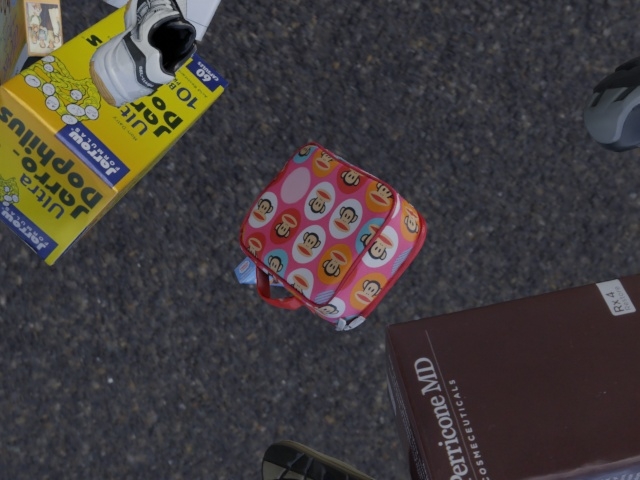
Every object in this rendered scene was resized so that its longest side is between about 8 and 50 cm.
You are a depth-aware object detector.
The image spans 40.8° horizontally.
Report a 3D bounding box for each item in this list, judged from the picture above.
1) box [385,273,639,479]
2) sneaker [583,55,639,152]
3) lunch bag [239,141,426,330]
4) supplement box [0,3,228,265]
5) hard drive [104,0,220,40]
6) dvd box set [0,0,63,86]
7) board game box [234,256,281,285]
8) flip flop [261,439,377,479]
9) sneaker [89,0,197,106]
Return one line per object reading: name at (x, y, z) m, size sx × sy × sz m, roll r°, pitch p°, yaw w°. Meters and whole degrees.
box at (0.265, 0.149, 0.798) m, size 0.381 × 0.191 × 0.143 m, roll -13°, pitch 138°, yaw -3°
sneaker at (0.297, -0.097, 0.564) m, size 0.267 × 0.101 × 0.106 m, roll -21°, pitch 101°, yaw -16°
lunch bag at (0.000, 0.000, 1.355) m, size 0.258 × 0.293 × 0.120 m, roll -53°, pitch 132°, yaw 2°
supplement box at (-0.320, -0.168, 1.232) m, size 0.194 × 0.356 × 0.195 m, roll 43°, pitch 127°, yaw -10°
hard drive at (-0.249, -0.583, 1.656) m, size 0.233 × 0.047 × 0.353 m, roll 13°, pitch 113°, yaw -47°
dvd box set at (-0.505, -0.453, 1.452) m, size 0.062 × 0.307 × 0.421 m, roll -3°, pitch 82°, yaw -27°
board game box at (-0.043, 0.033, 1.711) m, size 0.211 × 0.039 × 0.160 m, roll 7°, pitch 138°, yaw -48°
flip flop at (0.038, 0.343, 1.114) m, size 0.080 × 0.277 × 0.112 m, roll 13°, pitch 96°, yaw -52°
sneaker at (-0.066, -0.087, 0.366) m, size 0.036 × 0.083 × 0.032 m, roll -12°, pitch 131°, yaw 23°
